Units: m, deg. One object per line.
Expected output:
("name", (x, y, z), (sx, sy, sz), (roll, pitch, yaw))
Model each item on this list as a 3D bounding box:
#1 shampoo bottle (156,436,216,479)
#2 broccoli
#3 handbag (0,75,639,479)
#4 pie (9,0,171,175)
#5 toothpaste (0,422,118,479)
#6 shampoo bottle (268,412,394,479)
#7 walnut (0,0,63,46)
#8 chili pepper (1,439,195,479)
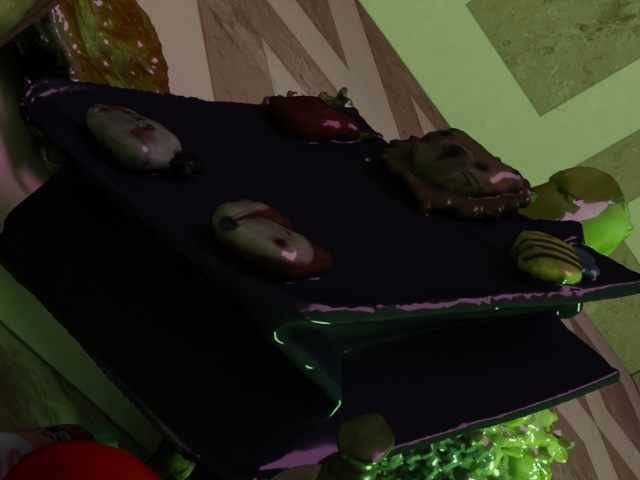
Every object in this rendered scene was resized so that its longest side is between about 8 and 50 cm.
("shampoo bottle", (-0.056, 0.144, 0.984), (0.101, 0.101, 0.284), (56, 14, -14))
("broccoli", (0.122, 0.073, 1.278), (0.397, 0.275, 0.353), (16, 82, -42))
("handbag", (0.000, 0.000, 0.943), (0.329, 0.122, 0.303), (-7, 31, -38))
("pie", (-0.210, -0.180, 1.171), (0.371, 0.078, 0.296), (60, 14, -3))
("toothpaste", (-0.168, 0.118, 0.787), (0.056, 0.036, 0.205), (64, 18, 11))
("shampoo bottle", (-0.012, 0.193, 0.762), (0.087, 0.234, 0.118), (20, 22, 6))
("walnut", (-0.239, -0.198, 0.778), (0.273, 0.273, 0.227), (49, 49, -36))
("chili pepper", (-0.108, 0.163, 0.683), (0.338, 0.131, 0.134), (-102, -162, -57))
